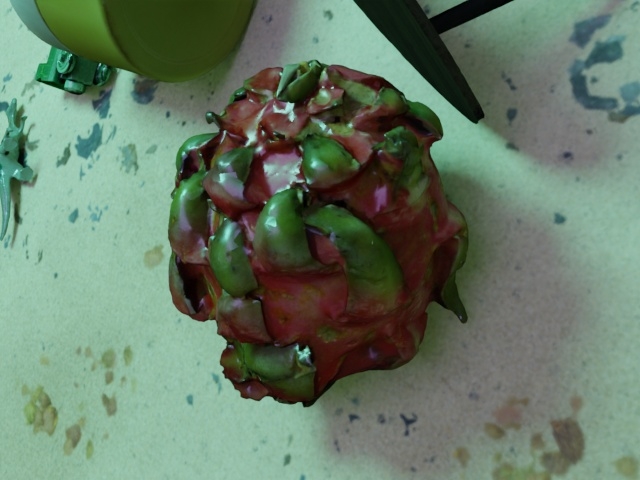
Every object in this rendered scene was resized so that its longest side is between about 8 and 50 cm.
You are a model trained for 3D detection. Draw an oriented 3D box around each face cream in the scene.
[{"bbox_3d":[-0.206,-0.297,0.870,0.179,0.218,0.218,23,93,34],"label":"face cream"}]

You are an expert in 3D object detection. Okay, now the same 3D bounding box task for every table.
[{"bbox_3d":[0.114,-0.320,0.674,0.249,0.317,0.317,-38,61,6],"label":"table"}]

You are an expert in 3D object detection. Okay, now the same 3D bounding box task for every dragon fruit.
[{"bbox_3d":[-0.010,-0.001,0.669,0.231,0.237,0.303,52,128,41],"label":"dragon fruit"}]

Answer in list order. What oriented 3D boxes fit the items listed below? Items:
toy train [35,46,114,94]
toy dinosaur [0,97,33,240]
[{"bbox_3d":[-0.308,-0.277,1.029,0.104,0.071,0.178,13,89,46],"label":"toy train"},{"bbox_3d":[-0.438,-0.103,1.098,0.106,0.044,0.187,22,106,48],"label":"toy dinosaur"}]
